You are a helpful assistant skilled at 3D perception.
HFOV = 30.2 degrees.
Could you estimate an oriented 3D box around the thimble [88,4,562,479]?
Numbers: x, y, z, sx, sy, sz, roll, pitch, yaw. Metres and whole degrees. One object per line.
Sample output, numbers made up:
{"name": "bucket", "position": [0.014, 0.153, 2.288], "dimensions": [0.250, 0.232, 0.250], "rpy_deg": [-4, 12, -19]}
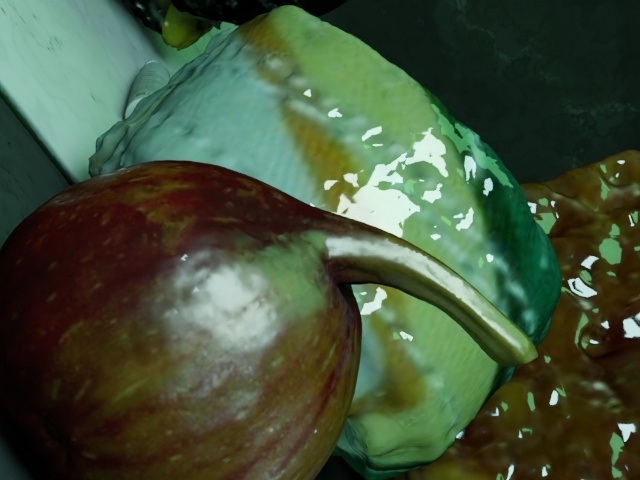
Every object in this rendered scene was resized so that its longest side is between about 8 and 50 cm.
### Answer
{"name": "thimble", "position": [0.000, 0.000, 0.731], "dimensions": [0.288, 0.167, 0.254], "rpy_deg": [45, -15, 5]}

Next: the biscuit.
{"name": "biscuit", "position": [0.198, 0.142, 0.931], "dimensions": [0.166, 0.343, 0.395], "rpy_deg": [98, -28, -55]}

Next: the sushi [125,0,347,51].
{"name": "sushi", "position": [-0.123, -0.332, 1.109], "dimensions": [0.328, 0.285, 0.328], "rpy_deg": [38, 43, -47]}

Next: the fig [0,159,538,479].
{"name": "fig", "position": [-0.039, 0.032, 0.529], "dimensions": [0.175, 0.207, 0.175], "rpy_deg": [53, 12, -17]}

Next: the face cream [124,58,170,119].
{"name": "face cream", "position": [-0.141, -0.123, 0.988], "dimensions": [0.034, 0.034, 0.130], "rpy_deg": [53, 12, -23]}
